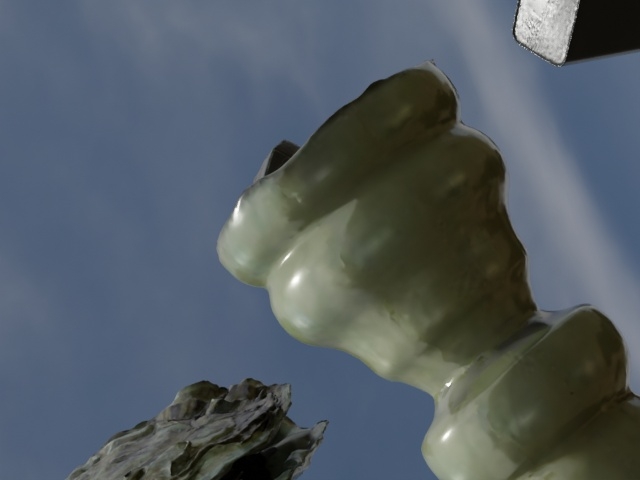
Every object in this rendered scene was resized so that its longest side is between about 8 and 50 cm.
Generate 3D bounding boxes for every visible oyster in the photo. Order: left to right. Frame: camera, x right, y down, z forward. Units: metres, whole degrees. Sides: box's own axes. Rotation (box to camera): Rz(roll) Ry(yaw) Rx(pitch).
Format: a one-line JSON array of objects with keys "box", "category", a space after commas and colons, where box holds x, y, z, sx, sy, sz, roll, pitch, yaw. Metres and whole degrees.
[{"box": [-0.119, 0.201, 1.436, 0.112, 0.267, 0.198, 57, -165, -12], "category": "oyster"}]

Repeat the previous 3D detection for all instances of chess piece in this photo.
[{"box": [0.104, 0.072, 1.158, 0.330, 0.182, 0.182, 50, -142, 8], "category": "chess piece"}]

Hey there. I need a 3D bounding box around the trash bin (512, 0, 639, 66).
[{"box": [0.355, -0.309, 2.371, 0.225, 0.115, 0.165, -18, -48, -38], "category": "trash bin"}]

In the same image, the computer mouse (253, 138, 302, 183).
[{"box": [0.003, -0.002, 2.002, 0.231, 0.071, 0.126, 63, -146, -28], "category": "computer mouse"}]
